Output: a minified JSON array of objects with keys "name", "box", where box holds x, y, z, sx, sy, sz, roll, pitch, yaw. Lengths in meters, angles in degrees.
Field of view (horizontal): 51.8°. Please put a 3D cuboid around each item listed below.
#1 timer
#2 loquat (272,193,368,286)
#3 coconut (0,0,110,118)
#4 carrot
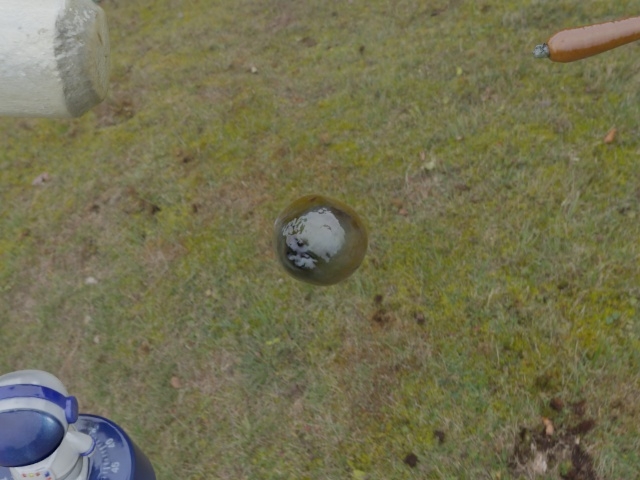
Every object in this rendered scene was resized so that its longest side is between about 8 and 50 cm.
[{"name":"timer","box":[-0.430,0.345,1.037,0.271,0.383,0.270,-2,45,2]},{"name":"loquat","box":[0.000,0.000,1.233,0.179,0.179,0.227,-31,15,-1]},{"name":"coconut","box":[-0.494,-0.322,1.106,0.266,0.237,0.237,-1,60,-3]},{"name":"carrot","box":[0.594,-0.416,1.321,0.336,0.069,0.069,-13,58,8]}]
